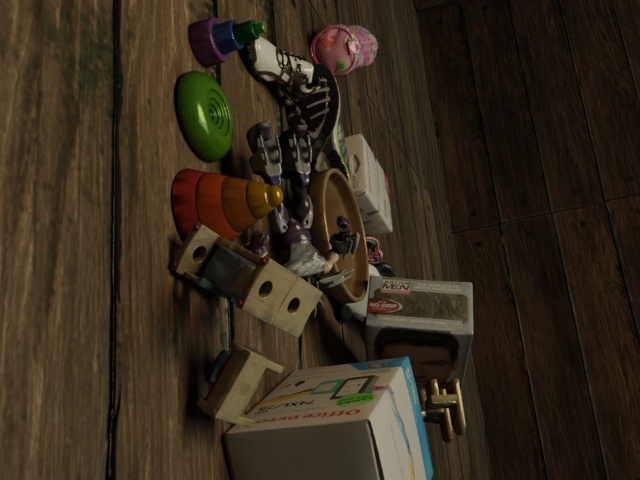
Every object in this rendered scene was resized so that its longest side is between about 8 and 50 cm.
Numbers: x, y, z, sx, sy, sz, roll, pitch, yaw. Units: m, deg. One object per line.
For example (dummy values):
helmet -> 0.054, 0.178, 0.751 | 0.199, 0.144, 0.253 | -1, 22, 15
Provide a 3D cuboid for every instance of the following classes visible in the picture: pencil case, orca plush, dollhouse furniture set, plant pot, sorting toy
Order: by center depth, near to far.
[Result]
dollhouse furniture set -> -0.116, 0.100, 0.791 | 0.184, 0.129, 0.129 | -61, 144, -7
sorting toy -> -0.112, -0.160, 0.901 | 0.127, 0.126, 0.366 | 45, 38, -60
plant pot -> 0.000, 0.000, 1.168 | 0.237, 0.109, 0.237 | -12, 90, -72
dollhouse furniture set -> 0.122, 0.354, 1.173 | 0.242, 0.212, 0.161 | 103, -16, -63
orca plush -> 0.095, 0.097, 1.407 | 0.287, 0.151, 0.102 | 20, 17, -43
pencil case -> 0.066, -0.473, 1.643 | 0.284, 0.124, 0.124 | -47, 124, -67

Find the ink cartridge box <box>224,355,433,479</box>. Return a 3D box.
ink cartridge box -> 0.026, 0.300, 0.920 | 0.270, 0.198, 0.197 | -21, 100, -72

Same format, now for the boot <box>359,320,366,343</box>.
boot -> 0.125, 0.200, 1.523 | 0.084, 0.059, 0.158 | -65, 149, -66

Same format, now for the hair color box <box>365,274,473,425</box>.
hair color box -> 0.184, 0.225, 1.298 | 0.374, 0.185, 0.114 | 84, 12, -50

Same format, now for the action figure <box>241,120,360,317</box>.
action figure -> -0.042, -0.026, 0.977 | 0.185, 0.099, 0.285 | -9, 84, -33

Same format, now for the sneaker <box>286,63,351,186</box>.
sneaker -> 0.001, -0.203, 1.339 | 0.121, 0.111, 0.300 | -5, 89, -82

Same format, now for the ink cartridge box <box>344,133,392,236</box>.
ink cartridge box -> 0.093, -0.123, 1.556 | 0.218, 0.092, 0.159 | 50, 33, -59

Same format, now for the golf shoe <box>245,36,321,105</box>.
golf shoe -> -0.065, -0.316, 1.193 | 0.198, 0.094, 0.077 | 31, 52, -65

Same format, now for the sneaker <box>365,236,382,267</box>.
sneaker -> 0.123, 0.034, 1.638 | 0.119, 0.047, 0.057 | 53, 42, -51
